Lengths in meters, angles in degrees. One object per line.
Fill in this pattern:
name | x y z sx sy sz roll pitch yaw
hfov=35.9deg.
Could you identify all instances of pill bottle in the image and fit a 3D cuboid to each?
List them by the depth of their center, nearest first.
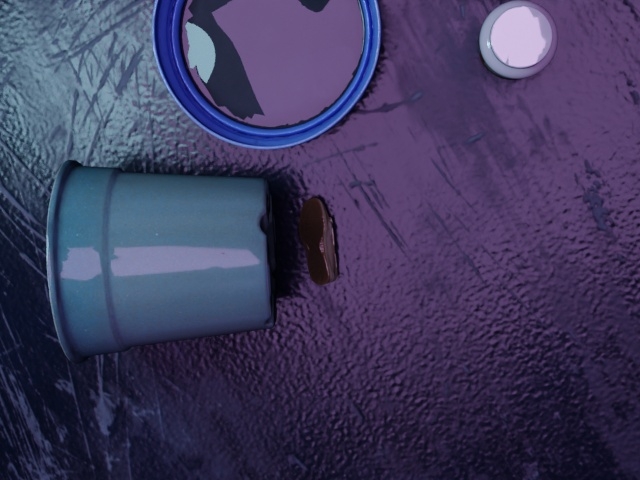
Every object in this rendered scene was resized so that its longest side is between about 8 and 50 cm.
pill bottle | 0.310 -0.315 1.556 0.121 0.216 0.121 1 98 8

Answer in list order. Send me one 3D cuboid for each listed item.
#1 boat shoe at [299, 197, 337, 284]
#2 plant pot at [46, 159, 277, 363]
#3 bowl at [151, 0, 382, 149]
boat shoe | 0.002 0.000 1.738 0.056 0.048 0.153 -11 90 33
plant pot | -0.245 0.027 1.645 0.334 0.341 0.341 -3 98 1
bowl | -0.089 -0.353 1.679 0.391 0.077 0.391 1 99 8
